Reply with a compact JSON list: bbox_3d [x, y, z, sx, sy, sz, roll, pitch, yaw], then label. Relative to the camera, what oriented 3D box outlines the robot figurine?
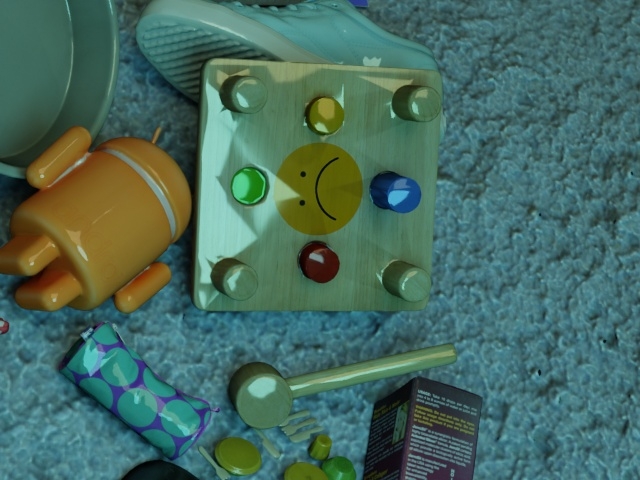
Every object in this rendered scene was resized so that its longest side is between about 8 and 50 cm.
[{"bbox_3d":[-0.214,-0.016,1.414,0.158,0.128,0.219,41,58,11],"label":"robot figurine"}]

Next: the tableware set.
[{"bbox_3d":[-0.041,0.226,1.420,0.154,0.024,0.104,-14,50,-41],"label":"tableware set"}]

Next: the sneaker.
[{"bbox_3d":[-0.029,-0.209,1.590,0.366,0.135,0.150,20,53,-24],"label":"sneaker"}]

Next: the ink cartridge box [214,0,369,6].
[{"bbox_3d":[-0.048,-0.373,1.694,0.208,0.045,0.206,-3,68,-26],"label":"ink cartridge box"}]

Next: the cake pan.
[{"bbox_3d":[-0.309,-0.206,1.412,0.293,0.054,0.293,3,87,-59],"label":"cake pan"}]

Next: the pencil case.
[{"bbox_3d":[-0.177,0.144,1.393,0.152,0.064,0.070,40,74,-3],"label":"pencil case"}]

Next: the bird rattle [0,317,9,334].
[{"bbox_3d":[-0.396,0.043,1.274,0.253,0.207,0.143,43,76,10],"label":"bird rattle"}]

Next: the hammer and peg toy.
[{"bbox_3d":[0.000,0.000,1.466,0.266,0.127,0.361,0,97,-18],"label":"hammer and peg toy"}]

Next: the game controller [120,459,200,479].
[{"bbox_3d":[-0.081,0.348,1.355,0.319,0.067,0.166,40,44,-3],"label":"game controller"}]

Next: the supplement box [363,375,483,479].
[{"bbox_3d":[0.096,0.245,1.443,0.081,0.104,0.188,19,61,-15],"label":"supplement box"}]
